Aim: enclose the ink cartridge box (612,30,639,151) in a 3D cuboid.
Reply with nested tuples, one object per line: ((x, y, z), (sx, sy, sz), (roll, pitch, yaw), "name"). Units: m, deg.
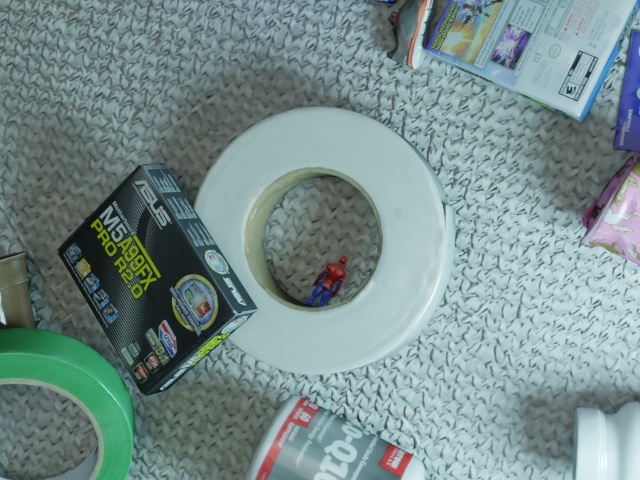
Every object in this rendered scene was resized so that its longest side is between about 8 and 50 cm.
((0.609, -0.186, 1.654), (0.371, 0.069, 0.175), (10, 91, 11), "ink cartridge box")

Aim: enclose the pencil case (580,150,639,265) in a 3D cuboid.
((0.547, 0.025, 1.608), (0.386, 0.160, 0.167), (31, 118, 8), "pencil case")

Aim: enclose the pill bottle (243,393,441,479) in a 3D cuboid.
((0.048, 0.350, 1.688), (0.283, 0.161, 0.161), (26, 94, 8), "pill bottle")

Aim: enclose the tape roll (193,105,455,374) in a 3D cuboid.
((0.000, 0.000, 1.716), (0.392, 0.072, 0.391), (-1, 86, 17), "tape roll")

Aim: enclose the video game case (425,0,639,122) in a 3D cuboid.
((0.317, -0.337, 1.680), (0.244, 0.061, 0.269), (27, 94, 18), "video game case")

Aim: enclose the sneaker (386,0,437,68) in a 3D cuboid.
((0.130, -0.332, 1.732), (0.065, 0.061, 0.157), (13, 91, 15), "sneaker")

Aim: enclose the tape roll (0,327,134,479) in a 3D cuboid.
((-0.433, 0.283, 1.736), (0.321, 0.077, 0.321), (-3, 115, -5), "tape roll")

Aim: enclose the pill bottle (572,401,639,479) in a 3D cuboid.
((0.481, 0.299, 1.623), (0.265, 0.153, 0.153), (3, 90, 9), "pill bottle")

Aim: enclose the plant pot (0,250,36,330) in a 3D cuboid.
((-0.502, 0.116, 1.788), (0.167, 0.167, 0.165), (-13, 96, 9), "plant pot")

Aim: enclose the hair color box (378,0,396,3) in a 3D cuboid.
((-0.043, -0.468, 1.736), (0.339, 0.110, 0.185), (10, 90, 7), "hair color box")

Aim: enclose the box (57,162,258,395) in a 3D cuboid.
((-0.243, 0.056, 1.734), (0.216, 0.060, 0.270), (-41, 73, 27), "box")

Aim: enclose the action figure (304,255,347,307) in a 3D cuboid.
((0.006, 0.071, 1.763), (0.038, 0.030, 0.115), (34, 99, 3), "action figure")
